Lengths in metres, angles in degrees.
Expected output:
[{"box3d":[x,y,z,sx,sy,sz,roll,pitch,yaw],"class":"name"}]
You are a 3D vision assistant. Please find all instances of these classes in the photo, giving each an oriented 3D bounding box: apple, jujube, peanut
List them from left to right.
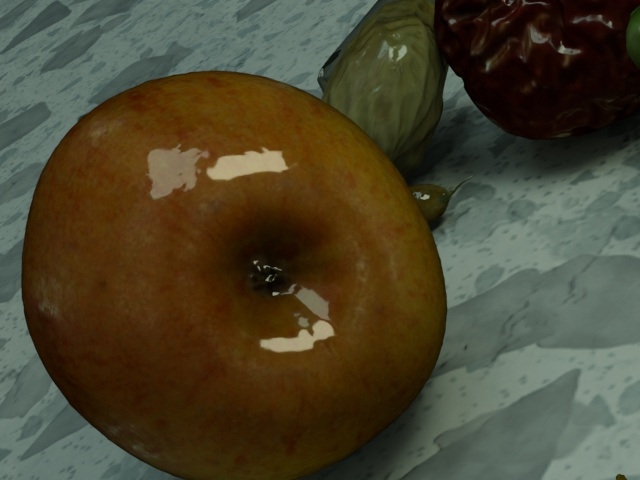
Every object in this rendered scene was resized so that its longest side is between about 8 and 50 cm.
[{"box3d":[-0.059,0.026,0.973,0.299,0.299,0.275,-39,16,-15],"class":"apple"},{"box3d":[0.060,-0.132,1.275,0.233,0.110,0.197,-73,6,-61],"class":"peanut"},{"box3d":[0.215,-0.199,1.155,0.232,0.213,0.213,-35,22,28],"class":"jujube"}]

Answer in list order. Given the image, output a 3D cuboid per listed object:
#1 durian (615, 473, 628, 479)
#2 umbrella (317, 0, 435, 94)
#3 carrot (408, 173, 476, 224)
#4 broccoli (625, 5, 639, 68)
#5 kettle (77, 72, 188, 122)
[{"box3d":[0.086,0.245,0.669,0.305,0.185,0.195,-51,8,-20],"class":"durian"},{"box3d":[0.103,-0.261,1.563,0.073,0.067,0.337,6,43,33],"class":"umbrella"},{"box3d":[0.000,0.000,1.219,0.298,0.078,0.078,-20,28,16],"class":"carrot"},{"box3d":[0.320,-0.064,0.878,0.177,0.199,0.274,-11,10,-39],"class":"broccoli"},{"box3d":[-0.195,-0.127,1.641,0.148,0.127,0.098,-24,59,10],"class":"kettle"}]
